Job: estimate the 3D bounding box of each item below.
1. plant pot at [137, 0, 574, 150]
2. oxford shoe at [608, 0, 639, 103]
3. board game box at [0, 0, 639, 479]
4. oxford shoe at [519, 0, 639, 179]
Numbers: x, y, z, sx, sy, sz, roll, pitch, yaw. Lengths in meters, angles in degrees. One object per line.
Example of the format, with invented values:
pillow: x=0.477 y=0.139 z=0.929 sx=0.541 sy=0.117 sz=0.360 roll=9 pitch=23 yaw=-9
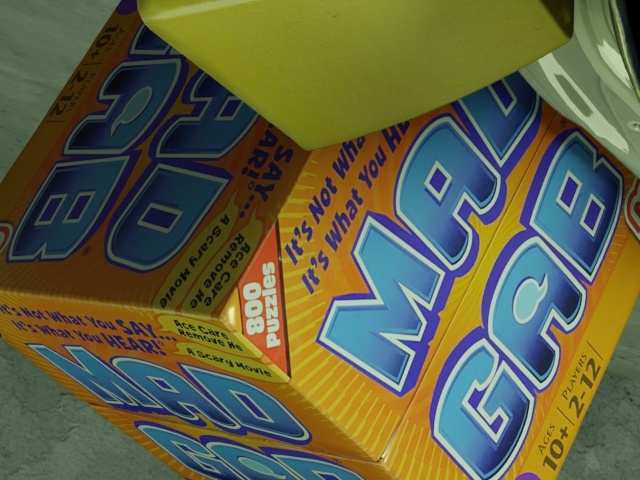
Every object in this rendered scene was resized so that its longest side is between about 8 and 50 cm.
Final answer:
plant pot: x=0.039 y=-0.192 z=0.898 sx=0.187 sy=0.212 sz=0.212 roll=-4 pitch=161 yaw=26
oxford shoe: x=0.172 y=-0.185 z=0.659 sx=0.123 sy=0.130 sz=0.348 roll=0 pitch=138 yaw=18
board game box: x=0.000 y=0.000 z=1.241 sx=0.356 sy=0.356 sz=0.356 roll=3 pitch=147 yaw=47
oxford shoe: x=0.296 y=-0.074 z=1.136 sx=0.449 sy=0.169 sz=0.130 roll=37 pitch=158 yaw=-32
